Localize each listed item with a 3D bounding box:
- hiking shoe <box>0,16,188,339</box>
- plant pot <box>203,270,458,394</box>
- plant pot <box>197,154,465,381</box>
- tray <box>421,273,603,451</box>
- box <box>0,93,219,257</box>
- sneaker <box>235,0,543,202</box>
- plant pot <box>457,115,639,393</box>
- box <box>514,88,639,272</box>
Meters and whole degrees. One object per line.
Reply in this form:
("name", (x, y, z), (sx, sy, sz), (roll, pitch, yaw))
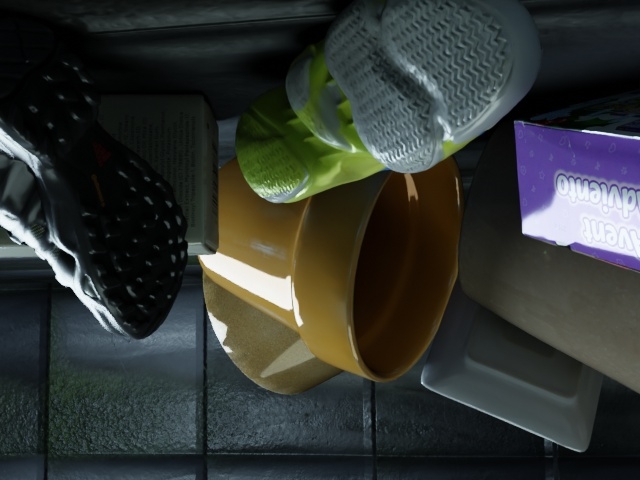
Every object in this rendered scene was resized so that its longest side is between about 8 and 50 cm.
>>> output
("hiking shoe", (-0.165, -0.032, 0.515), (0.114, 0.227, 0.086), (8, -136, 34))
("plant pot", (0.035, 0.033, 0.974), (0.254, 0.237, 0.237), (-25, 161, 34))
("plant pot", (0.000, 0.000, 0.735), (0.188, 0.205, 0.205), (13, -178, 31))
("tray", (0.197, 0.039, 0.738), (0.145, 0.270, 0.030), (21, 145, 7))
("box", (-0.215, -0.043, 0.611), (0.275, 0.113, 0.094), (1, 175, -1))
("sneaker", (0.051, -0.086, 0.473), (0.126, 0.091, 0.240), (-19, -175, -35))
("plant pot", (0.232, 0.003, 0.622), (0.229, 0.263, 0.263), (14, 180, 23))
("box", (0.255, -0.043, 0.322), (0.293, 0.057, 0.201), (-16, -163, -20))
